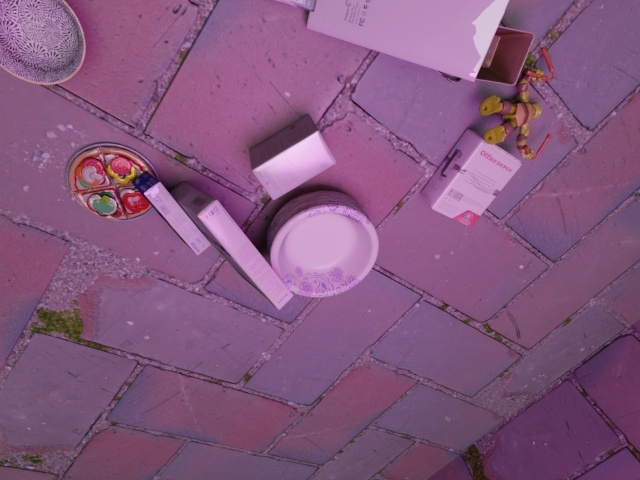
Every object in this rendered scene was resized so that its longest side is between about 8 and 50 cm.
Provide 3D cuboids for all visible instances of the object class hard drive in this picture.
[{"bbox_3d":[0.168,-0.472,0.755,0.353,0.047,0.232,22,120,9],"label":"hard drive"}]

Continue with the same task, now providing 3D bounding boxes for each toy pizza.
[{"bbox_3d":[-0.481,-0.127,0.938,0.202,0.032,0.201,-7,125,-10],"label":"toy pizza"}]

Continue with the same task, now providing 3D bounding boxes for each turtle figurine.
[{"bbox_3d":[0.484,-0.324,0.996,0.217,0.087,0.269,-19,116,-30],"label":"turtle figurine"}]

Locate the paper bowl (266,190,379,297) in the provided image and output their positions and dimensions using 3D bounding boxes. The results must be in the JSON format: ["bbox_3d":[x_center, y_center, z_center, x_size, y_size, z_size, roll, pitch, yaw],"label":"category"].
[{"bbox_3d":[0.000,0.000,1.070,0.285,0.148,0.284,-6,125,-9],"label":"paper bowl"}]

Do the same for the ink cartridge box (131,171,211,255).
[{"bbox_3d":[-0.352,-0.061,0.958,0.046,0.097,0.207,-43,132,-16],"label":"ink cartridge box"}]

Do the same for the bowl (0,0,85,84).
[{"bbox_3d":[-0.512,-0.381,0.731,0.170,0.080,0.170,-7,125,-10],"label":"bowl"}]

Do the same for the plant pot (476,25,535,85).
[{"bbox_3d":[0.390,-0.425,0.912,0.109,0.096,0.109,2,123,-15],"label":"plant pot"}]

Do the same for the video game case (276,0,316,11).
[{"bbox_3d":[-0.120,-0.556,0.720,0.275,0.026,0.196,11,120,-11],"label":"video game case"}]

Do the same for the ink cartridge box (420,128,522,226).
[{"bbox_3d":[0.404,-0.167,1.092,0.159,0.092,0.217,21,117,-25],"label":"ink cartridge box"}]

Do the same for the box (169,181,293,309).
[{"bbox_3d":[-0.216,0.011,0.976,0.058,0.232,0.322,-43,126,-15],"label":"box"}]

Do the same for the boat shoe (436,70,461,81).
[{"bbox_3d":[0.281,-0.410,0.931,0.125,0.038,0.046,31,111,-29],"label":"boat shoe"}]

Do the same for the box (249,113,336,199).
[{"bbox_3d":[-0.068,-0.195,0.934,0.171,0.130,0.091,-29,124,7],"label":"box"}]
